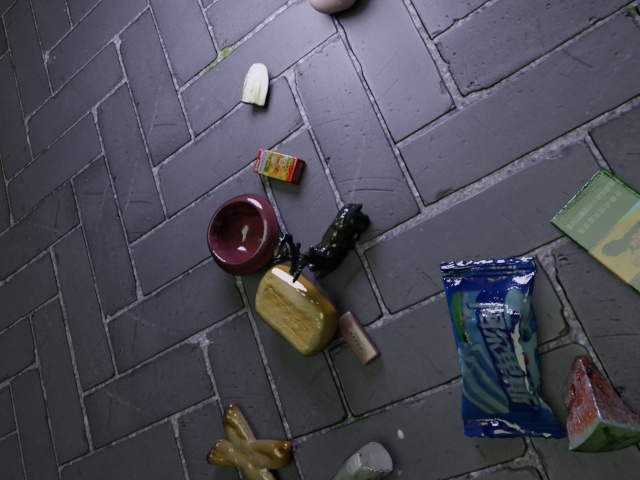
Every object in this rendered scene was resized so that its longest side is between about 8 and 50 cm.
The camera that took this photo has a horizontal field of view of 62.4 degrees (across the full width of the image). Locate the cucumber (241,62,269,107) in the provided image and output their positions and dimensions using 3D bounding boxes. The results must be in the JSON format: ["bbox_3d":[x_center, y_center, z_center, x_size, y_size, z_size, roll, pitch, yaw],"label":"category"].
[{"bbox_3d":[-0.159,-0.394,1.346,0.067,0.035,0.107,12,89,12],"label":"cucumber"}]

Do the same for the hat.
[{"bbox_3d":[-0.181,-0.013,1.280,0.205,0.089,0.206,-3,82,24],"label":"hat"}]

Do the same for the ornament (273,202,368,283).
[{"bbox_3d":[0.000,0.000,1.090,0.080,0.236,0.202,41,105,21],"label":"ornament"}]

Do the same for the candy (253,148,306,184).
[{"bbox_3d":[-0.100,-0.179,1.283,0.122,0.038,0.062,19,93,30],"label":"candy"}]

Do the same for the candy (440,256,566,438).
[{"bbox_3d":[0.328,0.195,0.971,0.187,0.077,0.331,-9,81,31],"label":"candy"}]

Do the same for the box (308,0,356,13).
[{"bbox_3d":[0.031,-0.634,1.235,0.146,0.088,0.200,-2,84,31],"label":"box"}]

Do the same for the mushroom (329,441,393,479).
[{"bbox_3d":[0.053,0.499,1.083,0.081,0.092,0.223,45,114,9],"label":"mushroom"}]

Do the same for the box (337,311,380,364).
[{"bbox_3d":[0.079,0.211,1.139,0.048,0.025,0.115,-43,66,20],"label":"box"}]

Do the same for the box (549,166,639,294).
[{"bbox_3d":[0.532,-0.004,0.902,0.235,0.034,0.132,46,106,26],"label":"box"}]

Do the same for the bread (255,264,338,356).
[{"bbox_3d":[-0.048,0.152,1.174,0.217,0.098,0.147,39,121,28],"label":"bread"}]

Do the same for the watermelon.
[{"bbox_3d":[0.444,0.284,0.878,0.158,0.121,0.098,57,132,27],"label":"watermelon"}]

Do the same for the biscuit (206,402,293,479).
[{"bbox_3d":[-0.165,0.496,1.230,0.207,0.047,0.164,23,97,30],"label":"biscuit"}]
